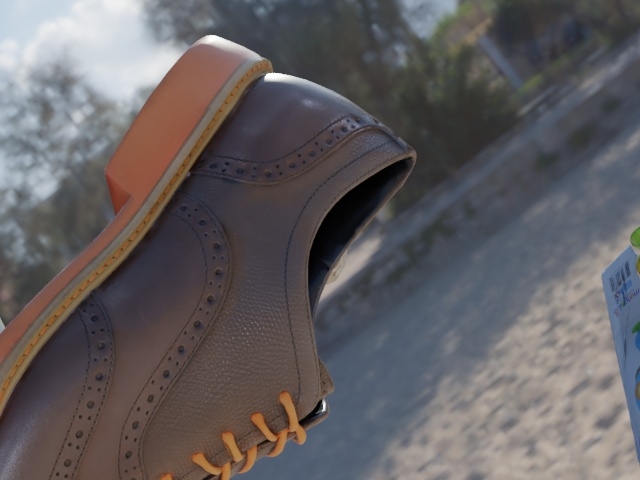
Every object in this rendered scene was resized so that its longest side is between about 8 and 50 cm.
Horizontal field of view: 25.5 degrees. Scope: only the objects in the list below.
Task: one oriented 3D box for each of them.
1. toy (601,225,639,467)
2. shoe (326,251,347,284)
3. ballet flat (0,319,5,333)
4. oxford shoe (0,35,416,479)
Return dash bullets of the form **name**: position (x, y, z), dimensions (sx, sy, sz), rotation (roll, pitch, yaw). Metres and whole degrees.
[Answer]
- **toy**: position (0.289, 0.089, 1.076), dimensions (0.056, 0.237, 0.137), rotation (10, -39, -24)
- **shoe**: position (0.000, 0.000, 1.292), dimensions (0.076, 0.058, 0.219), rotation (-66, 10, -7)
- **ballet flat**: position (-0.401, 0.096, 1.443), dimensions (0.164, 0.483, 0.182), rotation (-14, -52, -40)
- **oxford shoe**: position (-0.070, 0.073, 0.639), dimensions (0.130, 0.133, 0.363), rotation (86, -153, -68)
